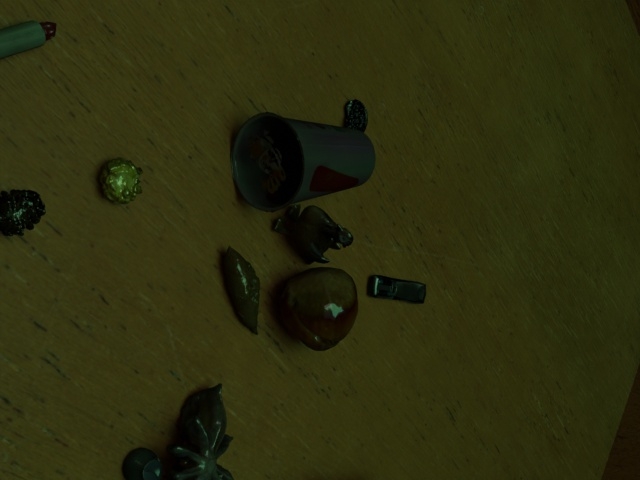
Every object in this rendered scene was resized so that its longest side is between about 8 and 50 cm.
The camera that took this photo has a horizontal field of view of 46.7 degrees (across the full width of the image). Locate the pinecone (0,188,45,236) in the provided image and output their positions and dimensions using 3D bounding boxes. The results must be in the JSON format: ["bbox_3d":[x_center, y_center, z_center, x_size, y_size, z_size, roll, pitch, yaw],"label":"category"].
[{"bbox_3d":[-0.482,-0.046,1.183,0.083,0.077,0.077,-45,126,-71],"label":"pinecone"}]

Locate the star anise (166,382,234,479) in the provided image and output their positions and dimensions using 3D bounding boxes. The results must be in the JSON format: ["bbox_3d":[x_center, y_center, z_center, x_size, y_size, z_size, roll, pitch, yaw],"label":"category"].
[{"bbox_3d":[-0.234,0.427,1.401,0.198,0.110,0.258,-27,116,-58],"label":"star anise"}]

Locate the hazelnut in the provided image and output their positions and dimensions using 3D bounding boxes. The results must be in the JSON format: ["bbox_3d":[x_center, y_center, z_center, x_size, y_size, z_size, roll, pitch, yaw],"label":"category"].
[{"bbox_3d":[-0.010,0.140,1.584,0.182,0.182,0.182,0,90,-44],"label":"hazelnut"}]

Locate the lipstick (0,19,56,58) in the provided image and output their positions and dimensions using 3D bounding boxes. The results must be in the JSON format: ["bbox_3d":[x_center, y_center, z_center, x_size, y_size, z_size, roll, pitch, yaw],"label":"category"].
[{"bbox_3d":[-0.494,-0.318,1.180,0.186,0.057,0.063,-37,115,-41],"label":"lipstick"}]

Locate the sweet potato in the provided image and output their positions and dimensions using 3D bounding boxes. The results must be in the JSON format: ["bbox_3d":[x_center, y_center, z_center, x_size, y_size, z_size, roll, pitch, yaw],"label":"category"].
[{"bbox_3d":[-0.154,0.105,1.510,0.068,0.060,0.206,-13,113,-10],"label":"sweet potato"}]

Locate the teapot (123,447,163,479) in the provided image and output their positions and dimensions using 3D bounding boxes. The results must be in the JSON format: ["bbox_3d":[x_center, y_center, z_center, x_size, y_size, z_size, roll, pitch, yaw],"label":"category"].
[{"bbox_3d":[-0.322,0.423,1.344,0.066,0.057,0.088,41,62,-35],"label":"teapot"}]

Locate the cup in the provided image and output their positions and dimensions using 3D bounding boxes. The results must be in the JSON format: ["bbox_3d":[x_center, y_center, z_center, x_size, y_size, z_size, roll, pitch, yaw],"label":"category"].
[{"bbox_3d":[-0.019,-0.167,1.564,0.288,0.203,0.203,-12,98,-50],"label":"cup"}]

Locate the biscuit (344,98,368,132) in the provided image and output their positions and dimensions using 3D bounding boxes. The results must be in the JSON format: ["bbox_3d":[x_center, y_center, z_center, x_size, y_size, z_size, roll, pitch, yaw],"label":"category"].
[{"bbox_3d":[0.080,-0.287,1.756,0.089,0.027,0.087,-39,117,-37],"label":"biscuit"}]

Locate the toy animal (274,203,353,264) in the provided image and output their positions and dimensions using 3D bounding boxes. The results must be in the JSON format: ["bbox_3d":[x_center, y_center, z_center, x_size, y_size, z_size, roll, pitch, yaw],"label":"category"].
[{"bbox_3d":[0.000,0.000,1.586,0.089,0.179,0.188,-48,148,-30],"label":"toy animal"}]

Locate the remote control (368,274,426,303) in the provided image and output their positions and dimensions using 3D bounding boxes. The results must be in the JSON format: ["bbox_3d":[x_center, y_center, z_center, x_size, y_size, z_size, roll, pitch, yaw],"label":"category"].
[{"bbox_3d":[0.197,0.125,1.869,0.212,0.028,0.059,10,82,-44],"label":"remote control"}]

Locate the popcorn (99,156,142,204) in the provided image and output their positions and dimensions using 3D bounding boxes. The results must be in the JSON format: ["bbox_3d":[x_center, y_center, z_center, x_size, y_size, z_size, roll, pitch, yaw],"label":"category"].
[{"bbox_3d":[-0.352,-0.107,1.316,0.083,0.057,0.082,-40,110,-33],"label":"popcorn"}]
